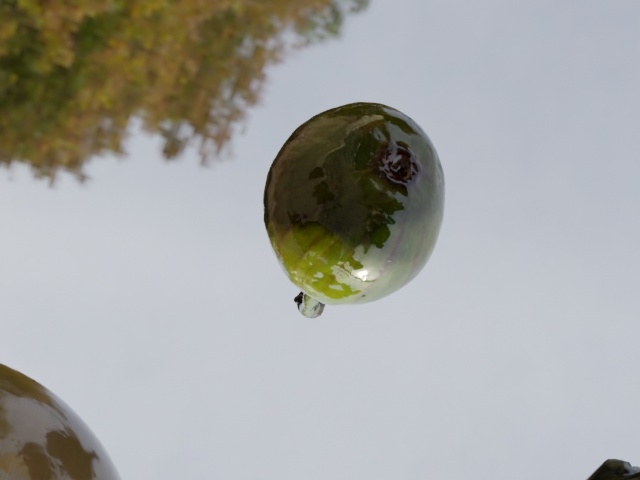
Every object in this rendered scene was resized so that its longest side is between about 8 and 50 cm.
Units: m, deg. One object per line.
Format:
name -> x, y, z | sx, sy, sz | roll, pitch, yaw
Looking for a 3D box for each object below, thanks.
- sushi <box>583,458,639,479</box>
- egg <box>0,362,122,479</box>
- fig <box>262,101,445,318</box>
sushi -> 0.264, 0.195, 1.041 | 0.350, 0.211, 0.171 | -24, -111, 56
egg -> -0.266, 0.232, 1.212 | 0.301, 0.301, 0.374 | -59, -158, 17
fig -> 0.000, 0.000, 1.479 | 0.259, 0.151, 0.151 | 132, -40, -51
